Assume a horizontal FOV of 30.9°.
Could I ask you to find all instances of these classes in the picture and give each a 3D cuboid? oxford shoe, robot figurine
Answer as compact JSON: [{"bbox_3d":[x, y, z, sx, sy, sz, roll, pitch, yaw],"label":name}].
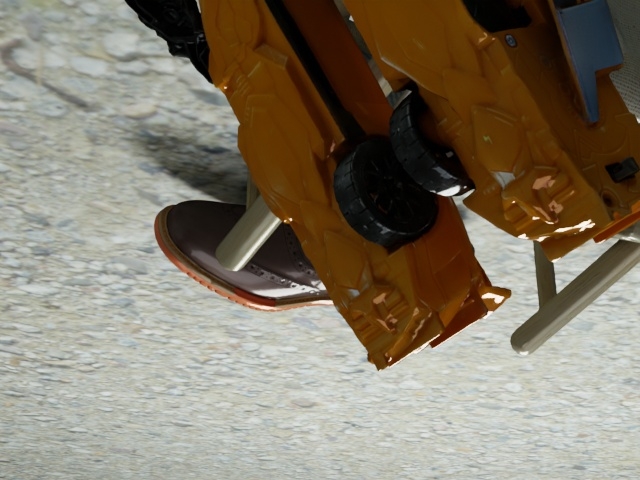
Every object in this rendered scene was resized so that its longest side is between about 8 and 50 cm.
[{"bbox_3d":[0.000,0.000,0.936,0.271,0.097,0.098,11,136,-29],"label":"oxford shoe"},{"bbox_3d":[0.011,-0.106,0.470,0.085,0.291,0.211,-17,165,-41],"label":"robot figurine"}]

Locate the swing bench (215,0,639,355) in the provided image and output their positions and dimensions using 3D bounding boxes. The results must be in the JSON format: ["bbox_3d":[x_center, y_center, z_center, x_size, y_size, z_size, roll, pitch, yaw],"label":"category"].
[{"bbox_3d":[0.114,-0.069,0.655,0.253,0.165,0.254,20,146,-32],"label":"swing bench"}]
